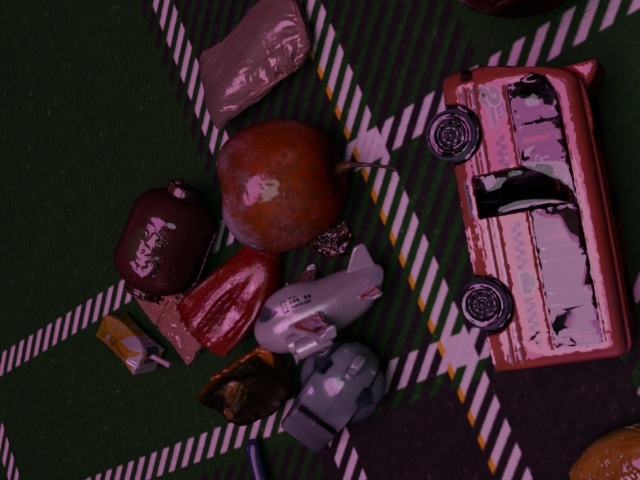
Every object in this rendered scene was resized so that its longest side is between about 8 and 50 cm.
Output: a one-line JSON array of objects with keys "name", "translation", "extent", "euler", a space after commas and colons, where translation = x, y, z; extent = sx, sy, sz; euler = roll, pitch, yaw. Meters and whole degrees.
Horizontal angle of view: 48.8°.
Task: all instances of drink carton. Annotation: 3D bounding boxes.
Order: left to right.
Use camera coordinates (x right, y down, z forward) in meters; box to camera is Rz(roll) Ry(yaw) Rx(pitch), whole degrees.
[{"name": "drink carton", "translation": [-0.399, 0.238, 1.540], "extent": [0.200, 0.084, 0.074], "euler": [37, 109, 28]}]

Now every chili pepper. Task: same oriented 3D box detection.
[{"name": "chili pepper", "translation": [-0.152, 0.101, 1.366], "extent": [0.252, 0.136, 0.144], "euler": [-45, 43, 18]}]

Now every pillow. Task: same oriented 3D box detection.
[{"name": "pillow", "translation": [-0.320, 0.145, 1.507], "extent": [0.232, 0.043, 0.126], "euler": [49, 122, 16]}, {"name": "pillow", "translation": [-0.131, -0.350, 1.329], "extent": [0.270, 0.067, 0.173], "euler": [-31, 74, 29]}]

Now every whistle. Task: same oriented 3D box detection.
[{"name": "whistle", "translation": [0.030, 0.263, 1.258], "extent": [0.163, 0.163, 0.290], "euler": [54, 152, 16]}]

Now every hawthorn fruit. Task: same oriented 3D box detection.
[{"name": "hawthorn fruit", "translation": [-0.062, -0.102, 1.236], "extent": [0.235, 0.263, 0.231], "euler": [58, 153, 26]}]

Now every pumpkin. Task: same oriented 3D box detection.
[{"name": "pumpkin", "translation": [-0.128, 0.274, 1.293], "extent": [0.131, 0.248, 0.126], "euler": [-29, 87, 10]}]

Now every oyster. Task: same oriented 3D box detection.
[{"name": "oyster", "translation": [0.000, 0.000, 1.302], "extent": [0.132, 0.029, 0.086], "euler": [-18, 85, 30]}]

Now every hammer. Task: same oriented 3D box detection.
[{"name": "hammer", "translation": [-0.112, 0.489, 1.398], "extent": [0.116, 0.069, 0.194], "euler": [-21, 78, 30]}]

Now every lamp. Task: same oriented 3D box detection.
[{"name": "lamp", "translation": [-0.304, 0.001, 1.404], "extent": [0.180, 0.180, 0.258], "euler": [30, 101, 26]}]

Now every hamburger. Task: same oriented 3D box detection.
[{"name": "hamburger", "translation": [0.473, 0.357, 1.004], "extent": [0.213, 0.108, 0.214], "euler": [7, 101, 35]}]

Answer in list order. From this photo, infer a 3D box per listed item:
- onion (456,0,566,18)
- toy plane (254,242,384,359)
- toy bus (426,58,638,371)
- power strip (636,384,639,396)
[{"name": "onion", "translation": [0.241, -0.470, 0.976], "extent": [0.385, 0.347, 0.348], "euler": [-169, 78, -66]}, {"name": "toy plane", "translation": [-0.003, 0.109, 1.217], "extent": [0.252, 0.252, 0.118], "euler": [-17, 117, 32]}, {"name": "toy bus", "translation": [0.311, -0.041, 1.010], "extent": [0.233, 0.203, 0.427], "euler": [-10, 90, 28]}, {"name": "power strip", "translation": [0.535, 0.094, 0.941], "extent": [0.058, 0.098, 0.338], "euler": [37, 112, 27]}]
